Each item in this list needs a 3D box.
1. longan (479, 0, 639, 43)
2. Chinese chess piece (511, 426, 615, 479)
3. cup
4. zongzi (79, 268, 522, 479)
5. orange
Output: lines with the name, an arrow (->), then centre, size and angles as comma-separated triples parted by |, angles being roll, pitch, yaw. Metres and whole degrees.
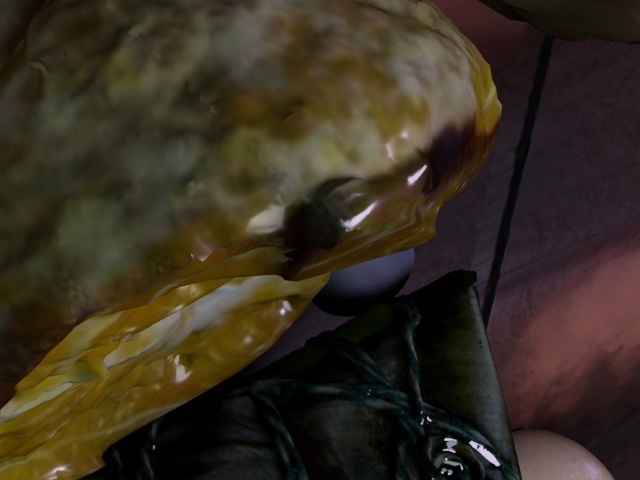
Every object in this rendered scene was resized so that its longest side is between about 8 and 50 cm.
longan -> 0.162, -0.286, 0.451 | 0.436, 0.404, 0.404 | -46, 142, -2
Chinese chess piece -> 0.172, 0.303, 1.210 | 0.273, 0.102, 0.273 | -25, 138, -25
cup -> 0.000, 0.000, 0.813 | 0.100, 0.078, 0.077 | -19, 139, 15
zongzi -> -0.054, 0.218, 0.809 | 0.383, 0.319, 0.362 | -5, 158, -13
orange -> -0.091, -0.024, 0.561 | 0.271, 0.210, 0.368 | -17, 163, -43
